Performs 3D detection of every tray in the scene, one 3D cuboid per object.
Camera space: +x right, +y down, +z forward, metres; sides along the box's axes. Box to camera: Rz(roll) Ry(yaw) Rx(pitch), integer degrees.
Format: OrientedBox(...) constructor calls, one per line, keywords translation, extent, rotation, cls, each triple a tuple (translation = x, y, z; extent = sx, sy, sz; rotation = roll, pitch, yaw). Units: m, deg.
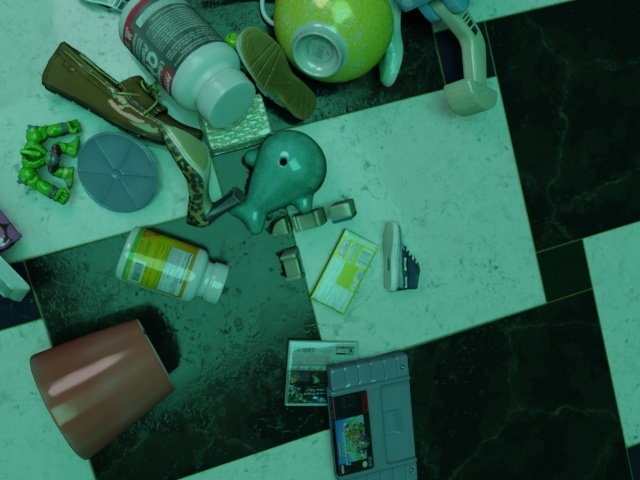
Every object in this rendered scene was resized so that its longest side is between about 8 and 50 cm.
OrientedBox(translation=(-0.778, 0.033, 1.356), extent=(0.270, 0.145, 0.030), rotation=(50, 51, -10), cls="tray")

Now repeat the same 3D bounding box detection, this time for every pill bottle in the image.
OrientedBox(translation=(-0.352, 0.069, 1.436), extent=(0.245, 0.136, 0.137), rotation=(20, 90, -11), cls="pill bottle")
OrientedBox(translation=(-0.293, -0.405, 1.335), extent=(0.176, 0.176, 0.318), rotation=(-42, 75, -5), cls="pill bottle")

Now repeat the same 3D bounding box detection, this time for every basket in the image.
OrientedBox(translation=(-0.207, -0.282, 1.452), extent=(0.167, 0.103, 0.113), rotation=(-17, 96, -8), cls="basket")

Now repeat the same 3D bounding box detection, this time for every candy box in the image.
OrientedBox(translation=(0.063, 0.082, 1.567), extent=(0.105, 0.027, 0.206), rotation=(28, 89, -9), cls="candy box")

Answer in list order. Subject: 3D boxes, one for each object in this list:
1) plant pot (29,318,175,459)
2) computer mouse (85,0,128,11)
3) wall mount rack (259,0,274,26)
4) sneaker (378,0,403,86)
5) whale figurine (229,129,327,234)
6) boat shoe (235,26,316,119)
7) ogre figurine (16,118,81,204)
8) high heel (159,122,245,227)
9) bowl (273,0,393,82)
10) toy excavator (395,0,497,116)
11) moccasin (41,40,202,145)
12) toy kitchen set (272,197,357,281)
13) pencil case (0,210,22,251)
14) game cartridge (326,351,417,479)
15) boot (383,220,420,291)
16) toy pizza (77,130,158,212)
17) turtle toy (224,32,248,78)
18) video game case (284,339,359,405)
OrientedBox(translation=(-0.489, 0.324, 1.379), extent=(0.243, 0.275, 0.275), rotation=(-28, 99, -18), cls="plant pot")
OrientedBox(translation=(-0.489, -0.581, 1.413), extent=(0.192, 0.042, 0.106), rotation=(15, 96, -17), cls="computer mouse")
OrientedBox(translation=(-0.130, -0.704, 1.422), extent=(0.303, 0.130, 0.350), rotation=(2, 93, -10), cls="wall mount rack")
OrientedBox(translation=(0.124, -0.515, 1.498), extent=(0.151, 0.094, 0.256), rotation=(1, 84, -16), cls="sneaker")
OrientedBox(translation=(-0.109, -0.141, 1.426), extent=(0.216, 0.141, 0.272), rotation=(44, 94, 6), cls="whale figurine")
OrientedBox(translation=(-0.121, -0.390, 1.410), extent=(0.098, 0.096, 0.277), rotation=(-54, 136, -9), cls="boat shoe")
OrientedBox(translation=(-0.633, -0.193, 1.388), extent=(0.118, 0.097, 0.197), rotation=(10, 104, -22), cls="ogre figurine")
OrientedBox(translation=(-0.325, -0.141, 1.402), extent=(0.186, 0.093, 0.261), rotation=(-26, 118, 33), cls="high heel")
OrientedBox(translation=(0.011, -0.467, 1.369), extent=(0.289, 0.289, 0.156), rotation=(28, 53, -11), cls="bowl")
OrientedBox(translation=(0.327, -0.593, 1.462), extent=(0.445, 0.222, 0.433), rotation=(36, 62, -33), cls="toy excavator")
OrientedBox(translation=(-0.449, -0.336, 1.398), extent=(0.379, 0.139, 0.147), rotation=(29, 98, -2), cls="moccasin")
OrientedBox(translation=(0.000, 0.000, 1.524), extent=(0.207, 0.122, 0.166), rotation=(-13, 97, 11), cls="toy kitchen set")
OrientedBox(translation=(-0.792, -0.061, 1.371), extent=(0.098, 0.095, 0.209), rotation=(-30, 102, 34), cls="pencil case")
OrientedBox(translation=(0.136, 0.490, 1.581), extent=(0.230, 0.068, 0.355), rotation=(-8, 97, -21), cls="game cartridge")
OrientedBox(translation=(0.217, 0.041, 1.578), extent=(0.086, 0.069, 0.190), rotation=(-3, 103, -17), cls="boot")
OrientedBox(translation=(-0.481, -0.163, 1.423), extent=(0.201, 0.032, 0.201), rotation=(3, 112, 7), cls="toy pizza")
OrientedBox(translation=(-0.218, -0.439, 1.457), extent=(0.095, 0.066, 0.130), rotation=(5, 93, -11), cls="turtle toy")
OrientedBox(translation=(0.004, 0.352, 1.580), extent=(0.190, 0.022, 0.173), rotation=(3, 93, -11), cls="video game case")
